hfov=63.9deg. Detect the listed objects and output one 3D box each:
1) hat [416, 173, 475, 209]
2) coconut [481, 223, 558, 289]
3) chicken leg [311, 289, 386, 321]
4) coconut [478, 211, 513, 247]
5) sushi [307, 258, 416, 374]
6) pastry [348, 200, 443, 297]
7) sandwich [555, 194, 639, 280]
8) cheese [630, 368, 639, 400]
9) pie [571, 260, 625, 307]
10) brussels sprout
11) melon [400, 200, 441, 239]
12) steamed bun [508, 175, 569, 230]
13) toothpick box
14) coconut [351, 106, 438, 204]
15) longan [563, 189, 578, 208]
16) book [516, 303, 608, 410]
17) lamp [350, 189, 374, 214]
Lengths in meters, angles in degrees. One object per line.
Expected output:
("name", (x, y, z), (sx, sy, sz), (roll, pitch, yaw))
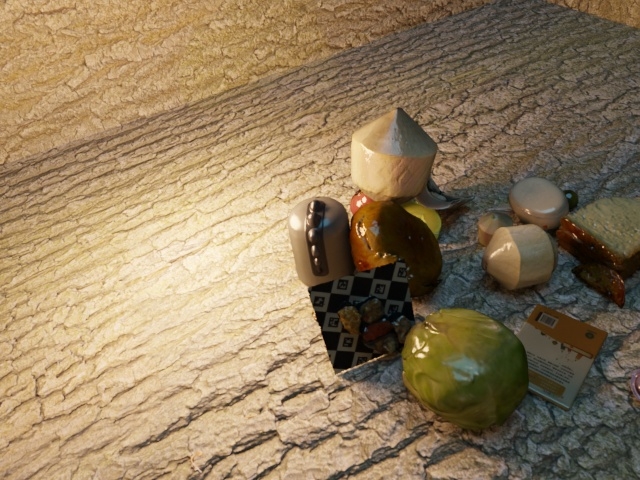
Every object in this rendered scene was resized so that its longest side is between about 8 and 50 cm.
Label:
("hat", (0.433, -0.158, 1.919), (0.219, 0.164, 0.226), (38, 58, 16))
("coconut", (0.618, 0.053, 1.621), (0.222, 0.202, 0.202), (-10, 41, -8))
("chicken leg", (0.086, 0.186, 1.534), (0.252, 0.087, 0.107), (-26, 50, 15))
("coconut", (0.605, -0.042, 1.780), (0.116, 0.122, 0.116), (-5, 43, 5))
("sushi", (0.141, 0.223, 1.446), (0.294, 0.292, 0.059), (-18, 19, -11))
("pastry", (0.246, 0.023, 1.653), (0.356, 0.164, 0.355), (20, 51, -27))
("sandwich", (0.990, -0.023, 1.686), (0.326, 0.131, 0.262), (-25, 42, -13))
("cheese", (0.862, 0.405, 1.296), (0.105, 0.042, 0.190), (-13, 42, -3))
("pie", (0.866, 0.117, 1.583), (0.033, 0.088, 0.191), (0, 32, -35))
("brussels sprout", (0.371, 0.331, 1.328), (0.328, 0.247, 0.328), (-8, 26, 4))
("melon", (0.375, -0.069, 1.901), (0.118, 0.064, 0.209), (-14, 44, -6))
("steamed bun", (0.779, -0.121, 1.830), (0.177, 0.130, 0.228), (-26, 44, -3))
("toothpick box", (0.000, 0.000, 1.701), (0.229, 0.316, 0.229), (-5, 43, 5))
("coconut", (0.243, -0.295, 1.746), (0.329, 0.328, 0.328), (-5, 42, 5))
("longan", (0.918, -0.148, 1.892), (0.083, 0.075, 0.075), (29, 39, -19))
("book", (0.654, 0.317, 1.449), (0.208, 0.020, 0.295), (26, 52, 33))
("lamp", (0.200, -0.149, 1.957), (0.182, 0.140, 0.182), (-44, 10, 10))
